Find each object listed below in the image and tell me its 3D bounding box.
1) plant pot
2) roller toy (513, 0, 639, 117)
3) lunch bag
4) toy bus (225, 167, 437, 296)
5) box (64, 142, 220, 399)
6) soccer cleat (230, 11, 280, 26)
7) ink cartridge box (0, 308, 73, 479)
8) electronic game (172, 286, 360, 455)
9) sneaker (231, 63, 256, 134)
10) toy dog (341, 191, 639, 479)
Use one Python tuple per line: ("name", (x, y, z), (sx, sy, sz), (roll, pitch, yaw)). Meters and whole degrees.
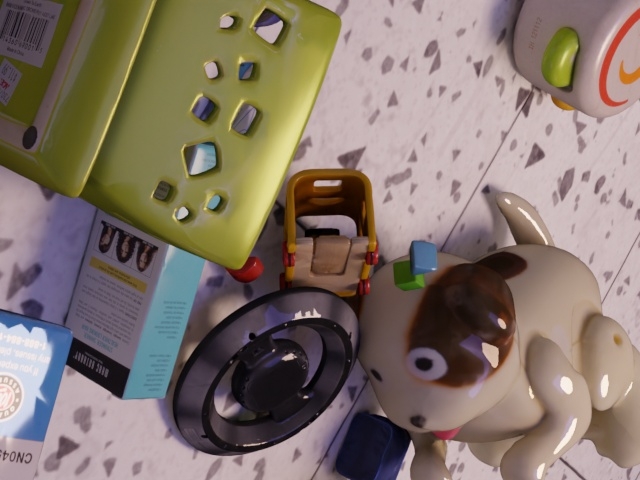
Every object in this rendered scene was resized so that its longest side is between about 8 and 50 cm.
("plant pot", (-0.157, -0.131, 1.026), (0.207, 0.228, 0.227), (19, 94, -46))
("roller toy", (0.344, -0.265, 1.627), (0.191, 0.146, 0.209), (-55, 146, 3))
("lunch bag", (0.070, 0.273, 1.642), (0.065, 0.067, 0.098), (23, 90, -53))
("toy bus", (0.006, -0.004, 1.380), (0.191, 0.202, 0.104), (20, 60, -46))
("box", (-0.162, 0.016, 1.193), (0.060, 0.100, 0.244), (7, 104, -53))
("soccer cleat", (-0.046, -0.341, 1.179), (0.121, 0.093, 0.289), (-45, 145, -75))
("ink cartridge box", (-0.375, 0.217, 0.926), (0.285, 0.166, 0.395), (22, 80, -54))
("electronic game", (-0.056, 0.145, 1.400), (0.229, 0.048, 0.229), (-22, 136, -23))
("sneaker", (-0.066, -0.099, 1.265), (0.071, 0.083, 0.191), (36, 79, -51))
("toy dog", (0.209, 0.126, 1.567), (0.408, 0.284, 0.396), (9, 86, -52))
